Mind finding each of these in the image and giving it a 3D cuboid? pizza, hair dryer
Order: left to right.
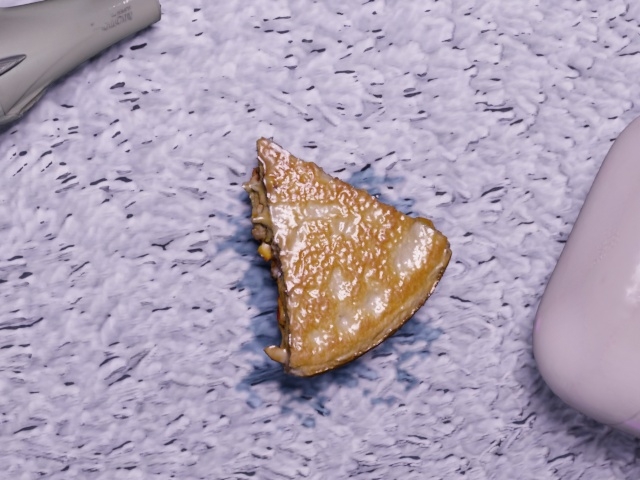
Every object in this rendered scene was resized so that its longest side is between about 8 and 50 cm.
[{"bbox_3d":[-0.231,-0.196,0.732,0.219,0.088,0.224,-9,106,-26],"label":"hair dryer"},{"bbox_3d":[0.000,0.000,0.817,0.188,0.062,0.198,-34,95,-19],"label":"pizza"}]

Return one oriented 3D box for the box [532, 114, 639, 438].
[{"bbox_3d":[0.374,0.059,0.854,0.349,0.141,0.288,24,92,-13],"label":"box"}]
